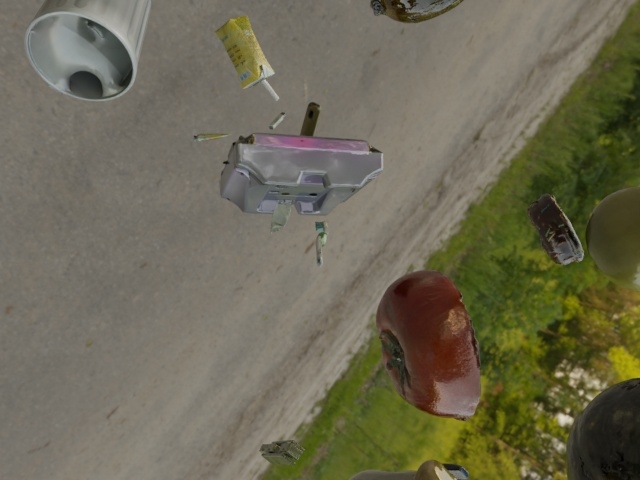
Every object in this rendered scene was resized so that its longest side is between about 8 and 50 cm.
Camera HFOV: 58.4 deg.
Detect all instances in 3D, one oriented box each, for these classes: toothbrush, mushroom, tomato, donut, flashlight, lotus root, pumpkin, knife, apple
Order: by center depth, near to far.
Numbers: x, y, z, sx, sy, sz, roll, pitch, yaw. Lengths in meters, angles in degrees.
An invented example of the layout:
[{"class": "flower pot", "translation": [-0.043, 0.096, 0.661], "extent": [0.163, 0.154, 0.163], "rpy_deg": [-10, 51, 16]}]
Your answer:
[{"class": "tomato", "translation": [0.140, 0.153, 0.807], "extent": [0.085, 0.224, 0.224], "rpy_deg": [-9, 135, -16]}, {"class": "lotus root", "translation": [0.177, -0.410, 0.892], "extent": [0.210, 0.120, 0.120], "rpy_deg": [-23, 161, 16]}, {"class": "mushroom", "translation": [0.145, 0.459, 0.981], "extent": [0.122, 0.159, 0.328], "rpy_deg": [-57, -176, -35]}, {"class": "pumpkin", "translation": [0.681, 0.461, 1.040], "extent": [0.344, 0.455, 0.454], "rpy_deg": [-34, 146, -44]}, {"class": "knife", "translation": [-0.053, -0.125, 1.059], "extent": [0.017, 0.047, 0.297], "rpy_deg": [-50, 163, -50]}, {"class": "apple", "translation": [0.844, -0.007, 1.483], "extent": [0.292, 0.292, 0.254], "rpy_deg": [-42, 180, -33]}, {"class": "toothbrush", "translation": [0.005, 0.000, 1.652], "extent": [0.418, 0.040, 0.042], "rpy_deg": [-93, -179, -75]}, {"class": "donut", "translation": [0.708, -0.022, 1.738], "extent": [0.096, 0.216, 0.230], "rpy_deg": [-26, 120, 15]}, {"class": "flashlight", "translation": [-0.141, -0.393, 1.878], "extent": [0.083, 0.018, 0.018], "rpy_deg": [-55, 159, -38]}]

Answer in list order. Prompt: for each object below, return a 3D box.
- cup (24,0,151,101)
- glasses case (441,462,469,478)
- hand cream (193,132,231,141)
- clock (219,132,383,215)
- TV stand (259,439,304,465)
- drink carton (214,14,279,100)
[{"class": "cup", "translation": [-0.400, -0.355, 0.963], "extent": [0.166, 0.221, 0.201], "rpy_deg": [61, 24, -49]}, {"class": "glasses case", "translation": [0.261, 0.468, 1.166], "extent": [0.033, 0.083, 0.023], "rpy_deg": [55, 43, -17]}, {"class": "hand cream", "translation": [-0.297, -0.287, 1.579], "extent": [0.035, 0.102, 0.022], "rpy_deg": [-151, -126, -81]}, {"class": "clock", "translation": [-0.036, -0.104, 0.959], "extent": [0.186, 0.254, 0.083], "rpy_deg": [145, -57, -69]}, {"class": "TV stand", "translation": [-0.099, 0.499, 1.345], "extent": [0.042, 0.036, 0.249], "rpy_deg": [-55, -174, -28]}, {"class": "drink carton", "translation": [-0.163, -0.409, 1.326], "extent": [0.074, 0.084, 0.199], "rpy_deg": [-36, 103, -47]}]
